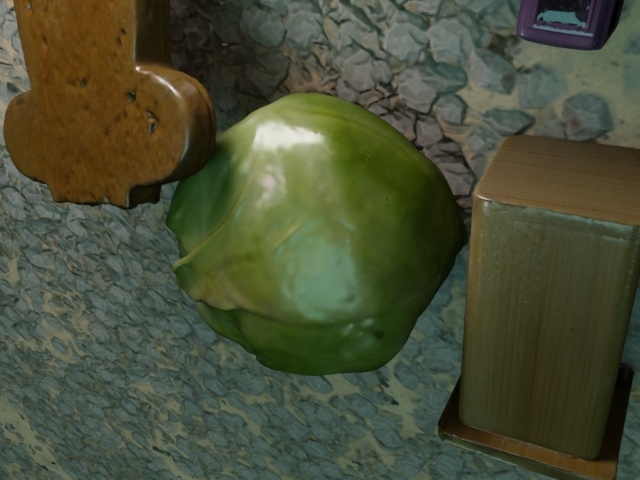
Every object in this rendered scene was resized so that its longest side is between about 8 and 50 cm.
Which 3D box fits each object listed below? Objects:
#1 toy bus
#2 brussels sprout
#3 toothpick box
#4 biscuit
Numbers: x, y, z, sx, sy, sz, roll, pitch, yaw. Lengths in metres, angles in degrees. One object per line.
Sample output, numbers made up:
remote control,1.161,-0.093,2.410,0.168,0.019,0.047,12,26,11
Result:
toy bus,0.206,-0.243,0.541,0.086,0.098,0.178,17,132,22
brussels sprout,0.000,0.000,0.778,0.327,0.247,0.328,13,114,31
toothpick box,0.238,0.066,0.726,0.187,0.190,0.308,13,126,24
biscuit,-0.248,-0.231,0.767,0.368,0.076,0.394,0,100,43
